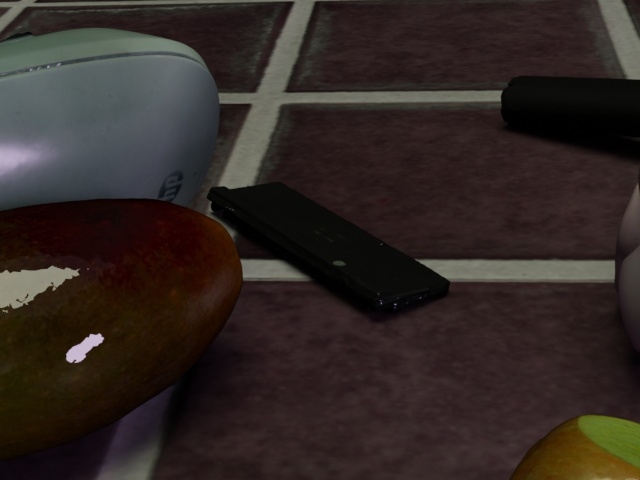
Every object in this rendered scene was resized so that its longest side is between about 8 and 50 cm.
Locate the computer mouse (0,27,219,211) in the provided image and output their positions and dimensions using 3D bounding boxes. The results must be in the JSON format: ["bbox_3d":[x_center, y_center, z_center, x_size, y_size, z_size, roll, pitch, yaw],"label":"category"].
[{"bbox_3d":[-0.170,-0.024,0.708,0.097,0.159,0.288,40,45,25],"label":"computer mouse"}]

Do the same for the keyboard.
[{"bbox_3d":[0.000,0.000,0.795,0.060,0.018,0.195,-10,26,-32],"label":"keyboard"}]

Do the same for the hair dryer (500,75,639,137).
[{"bbox_3d":[0.242,-0.099,0.907,0.251,0.089,0.197,10,28,38],"label":"hair dryer"}]

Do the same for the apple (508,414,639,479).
[{"bbox_3d":[0.108,0.120,0.445,0.102,0.099,0.114,21,8,25],"label":"apple"}]

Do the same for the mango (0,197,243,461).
[{"bbox_3d":[-0.153,0.047,0.607,0.267,0.111,0.133,-22,43,-25],"label":"mango"}]

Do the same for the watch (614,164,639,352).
[{"bbox_3d":[0.263,-0.037,0.600,0.217,0.248,0.211,16,66,15],"label":"watch"}]
